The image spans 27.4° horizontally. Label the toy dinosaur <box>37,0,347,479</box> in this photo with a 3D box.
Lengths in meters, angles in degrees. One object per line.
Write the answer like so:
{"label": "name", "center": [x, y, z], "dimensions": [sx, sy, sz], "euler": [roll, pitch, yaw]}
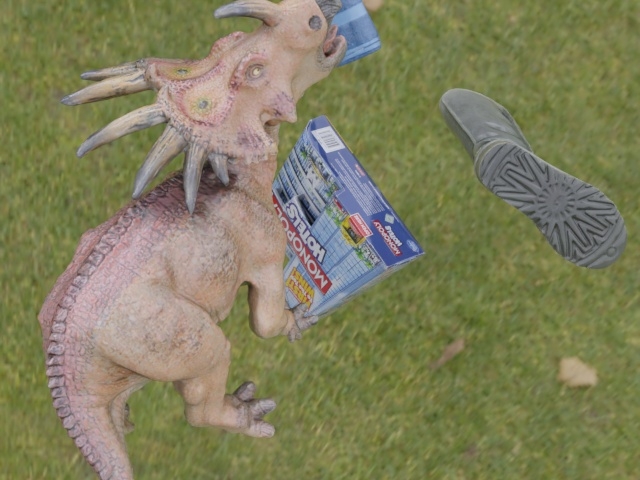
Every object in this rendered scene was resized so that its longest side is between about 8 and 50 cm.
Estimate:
{"label": "toy dinosaur", "center": [-0.088, 0.012, 0.709], "dimensions": [0.127, 0.200, 0.295], "euler": [15, 66, 21]}

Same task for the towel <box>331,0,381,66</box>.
{"label": "towel", "center": [0.020, -0.267, 1.539], "dimensions": [0.119, 0.067, 0.029], "euler": [63, 25, -15]}

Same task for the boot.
{"label": "boot", "center": [0.206, -0.067, 1.314], "dimensions": [0.190, 0.208, 0.076], "euler": [41, 97, -14]}

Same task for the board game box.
{"label": "board game box", "center": [0.000, 0.000, 1.438], "dimensions": [0.060, 0.194, 0.194], "euler": [-19, 65, -37]}
